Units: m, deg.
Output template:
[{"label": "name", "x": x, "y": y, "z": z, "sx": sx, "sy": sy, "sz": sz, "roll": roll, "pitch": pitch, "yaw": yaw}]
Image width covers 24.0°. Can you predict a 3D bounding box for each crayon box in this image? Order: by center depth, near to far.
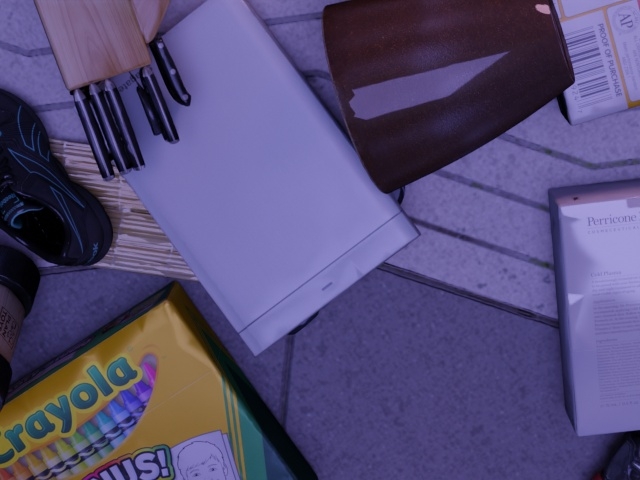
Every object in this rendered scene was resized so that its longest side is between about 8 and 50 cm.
[{"label": "crayon box", "x": 0.402, "y": -0.274, "z": 1.678, "sx": 0.323, "sy": 0.083, "sz": 0.203, "roll": -17, "pitch": 105, "yaw": 5}, {"label": "crayon box", "x": -0.237, "y": 0.276, "z": 1.812, "sx": 0.363, "sy": 0.106, "sz": 0.313, "roll": -33, "pitch": 103, "yaw": 8}]

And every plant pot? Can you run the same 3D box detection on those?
[{"label": "plant pot", "x": 0.146, "y": -0.186, "z": 1.614, "sx": 0.230, "sy": 0.215, "sz": 0.215, "roll": -17, "pitch": 105, "yaw": 14}]

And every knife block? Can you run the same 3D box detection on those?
[{"label": "knife block", "x": -0.258, "y": -0.210, "z": 1.618, "sx": 0.276, "sy": 0.088, "sz": 0.242, "roll": 25, "pitch": 90, "yaw": -13}]

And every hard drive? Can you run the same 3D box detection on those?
[{"label": "hard drive", "x": -0.084, "y": -0.079, "z": 1.702, "sx": 0.233, "sy": 0.047, "sz": 0.353, "roll": -37, "pitch": 87, "yaw": 9}]

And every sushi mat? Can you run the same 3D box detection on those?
[{"label": "sushi mat", "x": -0.174, "y": -0.027, "z": 1.775, "sx": 0.316, "sy": 0.019, "sz": 0.151, "roll": 8, "pitch": 104, "yaw": -3}]

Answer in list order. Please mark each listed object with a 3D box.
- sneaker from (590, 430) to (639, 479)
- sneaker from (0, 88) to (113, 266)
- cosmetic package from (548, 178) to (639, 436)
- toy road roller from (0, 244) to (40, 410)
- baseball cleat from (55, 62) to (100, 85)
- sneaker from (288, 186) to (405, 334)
[{"label": "sneaker", "x": 0.469, "y": 0.299, "z": 1.826, "sx": 0.276, "sy": 0.097, "sz": 0.135, "roll": 15, "pitch": 107, "yaw": -3}, {"label": "sneaker", "x": -0.343, "y": -0.076, "z": 1.701, "sx": 0.267, "sy": 0.106, "sz": 0.101, "roll": 46, "pitch": 111, "yaw": 1}, {"label": "cosmetic package", "x": 0.468, "y": 0.063, "z": 1.763, "sx": 0.377, "sy": 0.097, "sz": 0.284, "roll": -6, "pitch": 107, "yaw": 1}, {"label": "toy road roller", "x": -0.486, "y": 0.061, "z": 1.674, "sx": 0.241, "sy": 0.202, "sz": 0.329, "roll": -12, "pitch": 134, "yaw": 19}, {"label": "baseball cleat", "x": -0.268, "y": -0.276, "z": 1.680, "sx": 0.109, "sy": 0.072, "sz": 0.206, "roll": -23, "pitch": 105, "yaw": 6}, {"label": "sneaker", "x": 0.000, "y": 0.000, "z": 1.758, "sx": 0.098, "sy": 0.083, "sz": 0.223, "roll": 36, "pitch": 92, "yaw": -4}]
